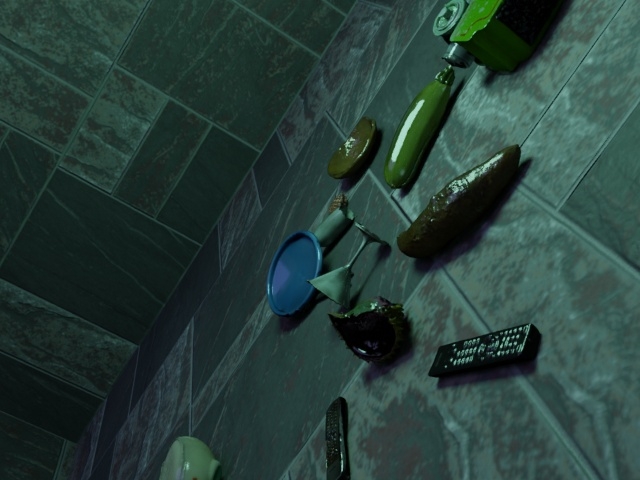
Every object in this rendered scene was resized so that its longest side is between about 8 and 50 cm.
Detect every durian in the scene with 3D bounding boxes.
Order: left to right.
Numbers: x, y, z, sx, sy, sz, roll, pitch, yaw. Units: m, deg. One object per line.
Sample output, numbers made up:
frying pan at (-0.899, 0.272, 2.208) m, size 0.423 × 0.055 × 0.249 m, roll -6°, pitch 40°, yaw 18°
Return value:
durian at (0.121, 0.169, 1.562) m, size 0.108 × 0.119 × 0.187 m, roll -26°, pitch 6°, yaw -39°

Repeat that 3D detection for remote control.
remote control at (0.031, 0.386, 1.532) m, size 0.059 × 0.028 × 0.212 m, roll -55°, pitch 17°, yaw 27°
remote control at (0.251, 0.177, 1.257) m, size 0.245 × 0.025 × 0.063 m, roll -29°, pitch 34°, yaw 60°

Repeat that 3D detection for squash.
squash at (0.237, -0.276, 1.930) m, size 0.340 × 0.094 × 0.094 m, roll -65°, pitch 18°, yaw -7°

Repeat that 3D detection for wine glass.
wine glass at (0.000, 0.000, 2.183) m, size 0.262 × 0.074 × 0.074 m, roll -47°, pitch 21°, yaw 30°
wine glass at (0.067, 0.054, 1.829) m, size 0.183 × 0.122 × 0.122 m, roll -58°, pitch 17°, yaw 3°

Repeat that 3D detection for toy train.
toy train at (0.396, -0.510, 1.744) m, size 0.307 × 0.173 × 0.249 m, roll -60°, pitch 26°, yaw 1°

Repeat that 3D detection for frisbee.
frisbee at (-0.063, 0.092, 2.142) m, size 0.242 × 0.045 × 0.242 m, roll -28°, pitch 52°, yaw 43°

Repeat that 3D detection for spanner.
spanner at (0.013, 0.132, 2.016) m, size 0.254 × 0.015 × 0.054 m, roll -34°, pitch 33°, yaw 55°

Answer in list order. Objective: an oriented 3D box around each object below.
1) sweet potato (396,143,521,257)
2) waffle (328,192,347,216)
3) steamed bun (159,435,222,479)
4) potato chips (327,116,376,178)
sweet potato at (0.250, -0.059, 1.528) m, size 0.341 × 0.092 × 0.114 m, roll -45°, pitch 6°, yaw 39°
waffle at (0.049, -0.093, 2.255) m, size 0.075 × 0.029 × 0.083 m, roll -49°, pitch 23°, yaw 41°
steamed bun at (-0.324, 0.597, 2.011) m, size 0.177 × 0.131 × 0.228 m, roll -70°, pitch 18°, yaw 3°
potato chips at (0.106, -0.259, 2.309) m, size 0.195 × 0.062 × 0.208 m, roll -34°, pitch 29°, yaw 44°
